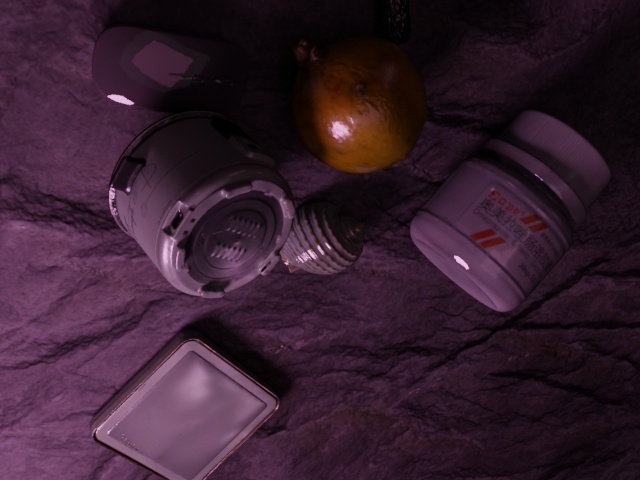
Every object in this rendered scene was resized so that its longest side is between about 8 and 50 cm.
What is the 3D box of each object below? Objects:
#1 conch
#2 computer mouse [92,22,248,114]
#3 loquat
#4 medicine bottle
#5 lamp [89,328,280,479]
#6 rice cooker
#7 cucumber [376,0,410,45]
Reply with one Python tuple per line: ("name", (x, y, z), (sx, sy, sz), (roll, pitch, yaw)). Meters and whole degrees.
("conch", (0.003, 0.001, 1.268), (0.153, 0.102, 0.135), (-30, 107, -5))
("computer mouse", (-0.218, -0.251, 1.077), (0.232, 0.057, 0.120), (5, 113, -24))
("loquat", (0.046, -0.220, 1.118), (0.246, 0.213, 0.213), (38, 96, -31))
("medicine bottle", (0.337, -0.055, 1.287), (0.306, 0.245, 0.245), (-49, 122, -2))
("lamp", (-0.247, 0.324, 1.352), (0.269, 0.047, 0.266), (-44, 122, 3))
("rice cooker", (-0.179, -0.061, 1.088), (0.280, 0.227, 0.241), (11, 116, -48))
("cucumber", (0.111, -0.404, 1.135), (0.058, 0.058, 0.187), (-16, 119, -14))
